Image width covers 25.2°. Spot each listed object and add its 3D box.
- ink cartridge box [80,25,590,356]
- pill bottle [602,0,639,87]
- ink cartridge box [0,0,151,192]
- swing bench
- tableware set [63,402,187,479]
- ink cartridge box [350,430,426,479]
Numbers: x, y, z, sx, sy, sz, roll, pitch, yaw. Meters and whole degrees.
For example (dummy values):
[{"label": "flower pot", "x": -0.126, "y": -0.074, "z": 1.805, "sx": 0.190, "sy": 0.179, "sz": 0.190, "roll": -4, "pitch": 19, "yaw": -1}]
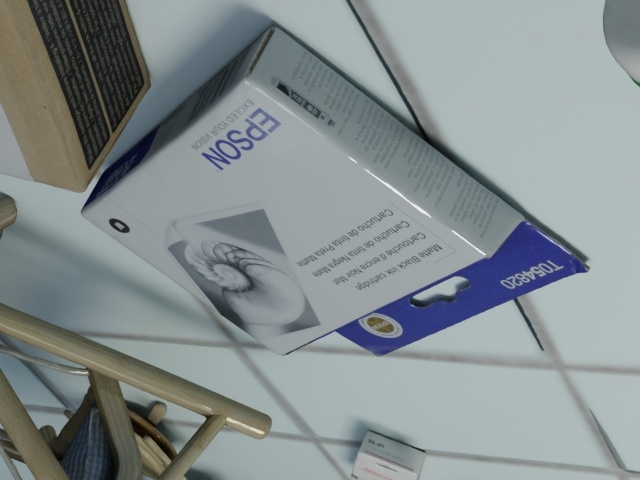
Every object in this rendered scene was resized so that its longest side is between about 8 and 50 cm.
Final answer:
[{"label": "ink cartridge box", "x": 0.000, "y": 0.000, "z": 0.822, "sx": 0.224, "sy": 0.045, "sz": 0.223, "roll": 34, "pitch": 148, "yaw": -16}, {"label": "pill bottle", "x": 0.212, "y": -0.045, "z": 0.535, "sx": 0.208, "sy": 0.117, "sz": 0.117, "roll": 40, "pitch": 146, "yaw": -24}, {"label": "ink cartridge box", "x": -0.224, "y": -0.135, "z": 0.734, "sx": 0.235, "sy": 0.088, "sz": 0.193, "roll": 13, "pitch": 146, "yaw": 18}, {"label": "swing bench", "x": -0.210, "y": 0.144, "z": 1.033, "sx": 0.255, "sy": 0.165, "sz": 0.253, "roll": 39, "pitch": 149, "yaw": 1}, {"label": "tableware set", "x": -0.124, "y": 0.201, "z": 1.227, "sx": 0.128, "sy": 0.039, "sz": 0.194, "roll": 9, "pitch": 142, "yaw": 46}, {"label": "ink cartridge box", "x": 0.050, "y": 0.170, "z": 1.063, "sx": 0.048, "sy": 0.028, "sz": 0.083, "roll": 20, "pitch": 149, "yaw": 7}]
